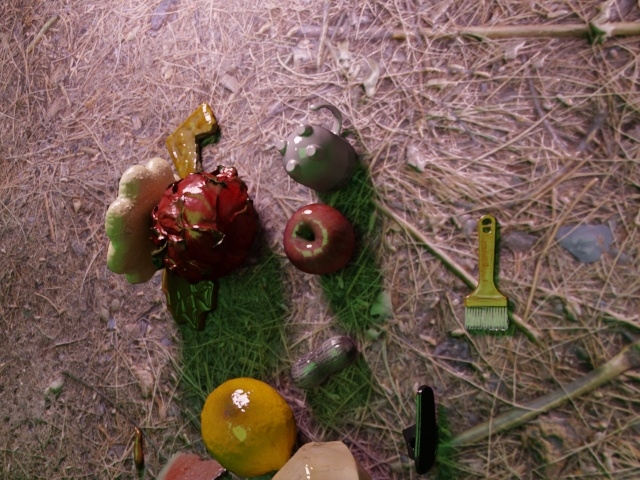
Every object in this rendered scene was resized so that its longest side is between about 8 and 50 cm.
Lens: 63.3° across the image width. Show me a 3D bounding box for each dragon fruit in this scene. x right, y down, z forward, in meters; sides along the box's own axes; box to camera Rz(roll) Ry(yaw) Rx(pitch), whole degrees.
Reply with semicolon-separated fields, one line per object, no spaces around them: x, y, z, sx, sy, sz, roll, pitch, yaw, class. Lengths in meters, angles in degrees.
-0.265;-0.045;1.204;0.244;0.244;0.298;6;69;32;dragon fruit

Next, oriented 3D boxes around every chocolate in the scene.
0.003;0.258;1.093;0.167;0.072;0.072;-36;66;20;chocolate

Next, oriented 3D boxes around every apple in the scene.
0.000;0.000;1.104;0.153;0.120;0.153;-3;83;25;apple

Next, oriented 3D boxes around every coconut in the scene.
0.008;0.510;0.964;0.259;0.259;0.259;-5;80;31;coconut

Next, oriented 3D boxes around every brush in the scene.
0.309;0.058;0.969;0.083;0.010;0.218;-3;81;32;brush

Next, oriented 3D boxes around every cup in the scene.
-0.002;-0.196;1.119;0.173;0.142;0.134;-48;62;16;cup

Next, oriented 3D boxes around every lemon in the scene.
-0.153;0.392;1.100;0.257;0.188;0.188;28;98;36;lemon

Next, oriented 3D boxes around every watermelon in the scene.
-0.325;0.577;1.205;0.136;0.207;0.202;34;85;4;watermelon

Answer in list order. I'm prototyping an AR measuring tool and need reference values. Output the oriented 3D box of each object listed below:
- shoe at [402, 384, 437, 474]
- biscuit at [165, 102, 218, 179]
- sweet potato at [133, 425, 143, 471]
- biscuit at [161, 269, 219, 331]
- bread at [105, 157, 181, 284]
0.183;0.351;0.977;0.053;0.062;0.159;-3;82;44;shoe
-0.334;-0.257;1.393;0.183;0.039;0.174;-40;64;22;biscuit
-0.483;0.552;1.377;0.026;0.026;0.115;-14;73;29;sweet potato
-0.338;0.131;1.341;0.182;0.034;0.215;-27;70;26;biscuit
-0.408;-0.045;1.259;0.054;0.316;0.316;12;89;15;bread
